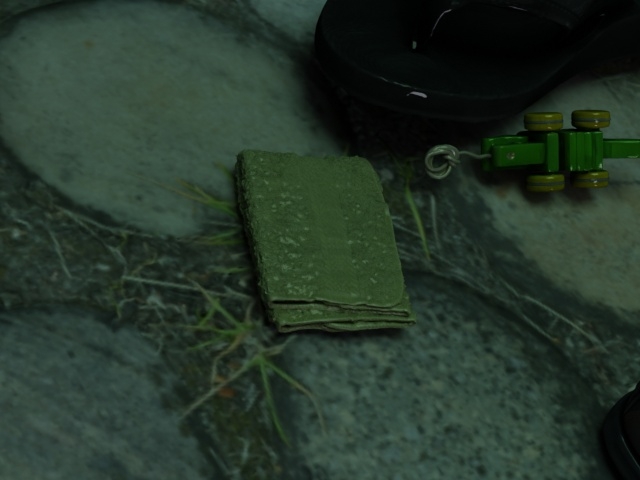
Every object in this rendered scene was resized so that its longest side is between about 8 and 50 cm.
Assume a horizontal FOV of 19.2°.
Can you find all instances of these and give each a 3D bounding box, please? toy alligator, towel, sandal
[{"bbox_3d":[0.152,-0.065,1.386,0.189,0.056,0.051,-5,8,-21],"label":"toy alligator"},{"bbox_3d":[0.000,0.000,1.262,0.110,0.027,0.148,3,51,-23],"label":"towel"},{"bbox_3d":[0.166,-0.200,1.449,0.445,0.107,0.167,-21,49,-42],"label":"sandal"}]

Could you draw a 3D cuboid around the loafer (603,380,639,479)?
[{"bbox_3d":[0.301,0.194,1.186,0.109,0.095,0.302,-24,64,-40],"label":"loafer"}]
